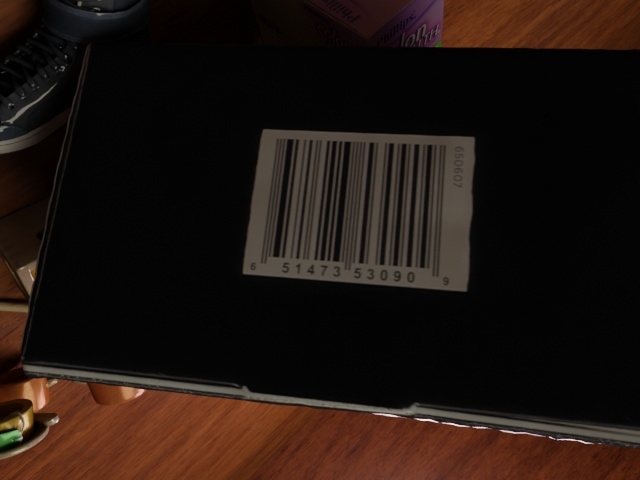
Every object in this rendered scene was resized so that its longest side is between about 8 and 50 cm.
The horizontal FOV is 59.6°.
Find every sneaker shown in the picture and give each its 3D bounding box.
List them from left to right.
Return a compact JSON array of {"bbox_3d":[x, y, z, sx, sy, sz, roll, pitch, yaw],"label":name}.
[{"bbox_3d":[-0.248,-0.176,0.490,0.226,0.086,0.163,-37,161,-35],"label":"sneaker"}]

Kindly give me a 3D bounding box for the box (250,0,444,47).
[{"bbox_3d":[0.034,-0.244,0.704,0.117,0.213,0.243,-43,154,-11],"label":"box"}]

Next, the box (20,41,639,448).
[{"bbox_3d":[0.048,0.030,0.632,0.471,0.481,0.297,63,32,-74],"label":"box"}]

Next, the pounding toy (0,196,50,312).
[{"bbox_3d":[-0.330,0.059,0.703,0.181,0.094,0.206,-33,151,-29],"label":"pounding toy"}]

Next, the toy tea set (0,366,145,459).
[{"bbox_3d":[-0.390,0.181,0.750,0.336,0.200,0.124,-20,106,-46],"label":"toy tea set"}]
